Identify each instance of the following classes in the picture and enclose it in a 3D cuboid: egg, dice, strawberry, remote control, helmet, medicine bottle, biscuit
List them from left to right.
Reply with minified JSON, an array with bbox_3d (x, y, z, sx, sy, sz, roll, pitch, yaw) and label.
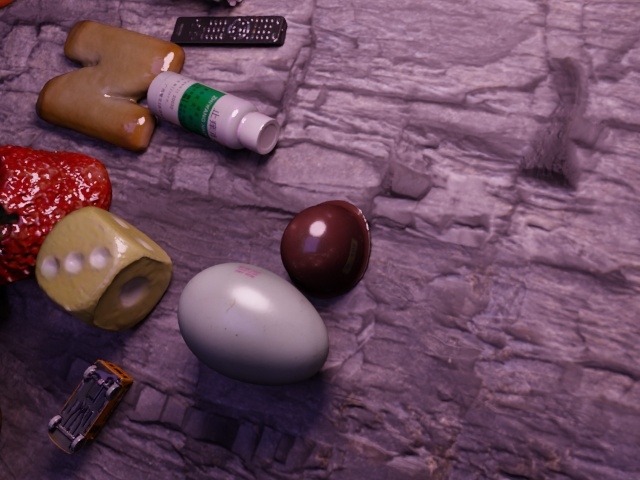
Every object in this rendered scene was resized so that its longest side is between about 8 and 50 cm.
[{"bbox_3d":[-0.549,-0.053,1.491,0.261,0.258,0.261,4,96,35],"label":"strawberry"},{"bbox_3d":[-0.385,0.050,1.407,0.169,0.169,0.166,37,91,26],"label":"dice"},{"bbox_3d":[-0.427,-0.316,1.581,0.291,0.062,0.236,22,85,24],"label":"biscuit"},{"bbox_3d":[-0.196,-0.233,1.450,0.260,0.095,0.095,23,86,25],"label":"medicine bottle"},{"bbox_3d":[-0.180,-0.405,1.526,0.245,0.025,0.063,7,78,24],"label":"remote control"},{"bbox_3d":[-0.108,0.137,1.268,0.264,0.183,0.182,24,86,19],"label":"egg"},{"bbox_3d":[0.000,0.000,1.306,0.155,0.106,0.175,26,83,25],"label":"helmet"}]

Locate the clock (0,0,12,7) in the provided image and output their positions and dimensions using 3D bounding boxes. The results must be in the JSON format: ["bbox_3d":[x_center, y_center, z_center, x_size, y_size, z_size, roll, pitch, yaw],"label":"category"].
[{"bbox_3d":[-0.730,-0.618,1.785,0.205,0.051,0.205,-5,75,19],"label":"clock"}]

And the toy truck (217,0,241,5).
[{"bbox_3d":[-0.244,-0.527,1.536,0.227,0.114,0.098,21,106,25],"label":"toy truck"}]

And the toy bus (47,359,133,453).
[{"bbox_3d":[-0.409,0.297,1.405,0.070,0.074,0.162,34,88,18],"label":"toy bus"}]

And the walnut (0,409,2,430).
[{"bbox_3d":[-0.771,0.352,1.386,0.398,0.354,0.308,-28,38,9],"label":"walnut"}]
